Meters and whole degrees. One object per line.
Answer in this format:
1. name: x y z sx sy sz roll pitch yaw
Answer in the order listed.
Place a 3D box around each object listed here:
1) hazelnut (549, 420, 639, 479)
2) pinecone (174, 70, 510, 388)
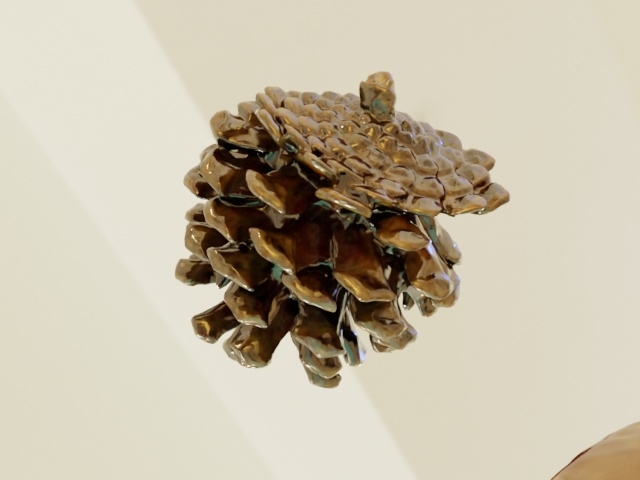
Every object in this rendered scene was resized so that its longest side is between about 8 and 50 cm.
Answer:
1. hazelnut: 0.119 0.132 0.456 0.150 0.150 0.150 -23 -59 -44
2. pinecone: 0.001 -0.001 0.954 0.168 0.186 0.212 -60 -2 -42
